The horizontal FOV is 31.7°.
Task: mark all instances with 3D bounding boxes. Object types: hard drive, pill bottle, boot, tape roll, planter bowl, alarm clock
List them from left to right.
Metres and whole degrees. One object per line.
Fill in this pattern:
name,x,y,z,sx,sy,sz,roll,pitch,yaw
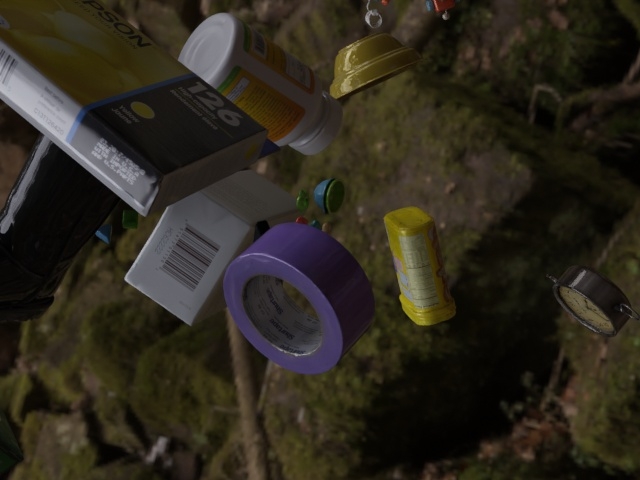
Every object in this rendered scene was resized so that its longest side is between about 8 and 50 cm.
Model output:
boot,-0.434,-0.066,1.669,0.445,0.146,0.367,-49,-17,21
pill bottle,-0.085,-0.225,1.698,0.136,0.245,0.136,-26,50,36
hard drive,-0.086,0.043,1.808,0.135,0.022,0.094,101,150,-55
tape roll,-0.029,0.076,1.465,0.080,0.189,0.189,-44,-22,-41
planter bowl,0.097,-0.359,2.262,0.217,0.217,0.090,-95,-19,-85
alarm clock,0.460,0.100,1.848,0.064,0.129,0.192,-46,23,-9

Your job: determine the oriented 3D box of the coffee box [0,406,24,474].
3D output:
coffee box,-0.433,0.190,1.382,0.184,0.040,0.113,52,172,36

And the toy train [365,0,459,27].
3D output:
toy train,0.153,-0.429,1.936,0.046,0.166,0.125,-130,26,-85

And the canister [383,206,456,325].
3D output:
canister,0.163,0.040,1.868,0.126,0.073,0.170,-131,26,-70

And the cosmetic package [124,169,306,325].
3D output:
cosmetic package,-0.192,0.000,2.239,0.230,0.161,0.453,-58,-8,11

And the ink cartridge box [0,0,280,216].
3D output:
ink cartridge box,-0.214,-0.177,1.262,0.072,0.303,0.307,-58,-11,30

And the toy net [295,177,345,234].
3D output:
toy net,0.000,0.000,2.105,0.122,0.045,0.232,-40,-44,-52

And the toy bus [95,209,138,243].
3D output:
toy bus,-0.392,-0.118,1.979,0.104,0.190,0.202,112,176,-68
